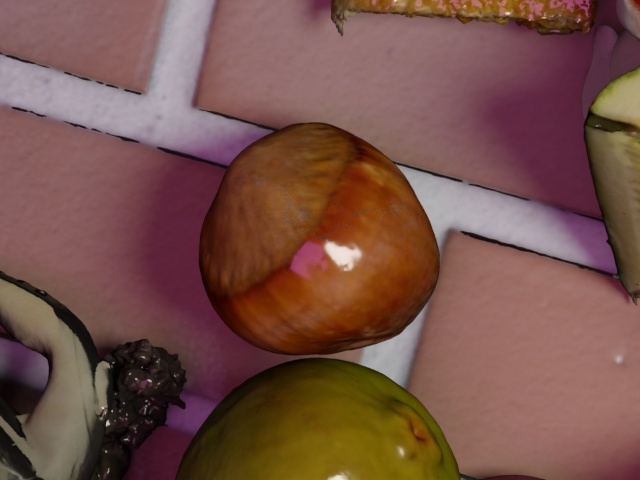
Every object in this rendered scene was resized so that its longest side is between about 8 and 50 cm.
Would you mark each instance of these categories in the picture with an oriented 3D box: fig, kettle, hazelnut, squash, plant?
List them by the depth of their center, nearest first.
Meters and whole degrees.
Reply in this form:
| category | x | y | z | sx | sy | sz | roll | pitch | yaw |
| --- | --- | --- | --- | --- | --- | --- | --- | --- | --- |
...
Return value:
| category | x | y | z | sx | sy | sz | roll | pitch | yaw |
| --- | --- | --- | --- | --- | --- | --- | --- | --- | --- |
| squash | 0.280 | -0.026 | 1.073 | 0.169 | 0.252 | 0.093 | 18 | 68 | 26 |
| fig | -0.007 | 0.190 | 1.173 | 0.207 | 0.207 | 0.230 | 55 | 140 | -1 |
| hazelnut | 0.000 | 0.000 | 1.173 | 0.182 | 0.182 | 0.182 | 2 | 101 | 13 |
| kettle | -0.313 | 0.162 | 1.228 | 0.324 | 0.228 | 0.321 | 19 | 66 | 23 |
| plant | -0.167 | 0.148 | 1.280 | 0.087 | 0.085 | 0.174 | 33 | 113 | 4 |

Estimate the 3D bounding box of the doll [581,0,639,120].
| category | x | y | z | sx | sy | sz | roll | pitch | yaw |
| --- | --- | --- | --- | --- | --- | --- | --- | --- | --- |
| doll | 0.273 | -0.169 | 1.009 | 0.188 | 0.384 | 0.099 | 7 | 63 | -16 |

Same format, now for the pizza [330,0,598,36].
| category | x | y | z | sx | sy | sz | roll | pitch | yaw |
| --- | --- | --- | --- | --- | --- | --- | --- | --- | --- |
| pizza | 0.137 | -0.227 | 1.146 | 0.292 | 0.058 | 0.197 | -43 | 81 | 17 |

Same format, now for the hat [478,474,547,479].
| category | x | y | z | sx | sy | sz | roll | pitch | yaw |
| --- | --- | --- | --- | --- | --- | --- | --- | --- | --- |
| hat | 0.155 | 0.280 | 1.215 | 0.205 | 0.089 | 0.205 | -4 | 80 | 25 |
